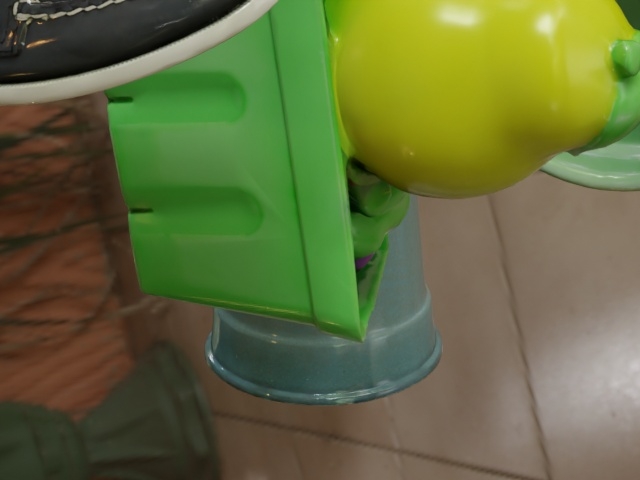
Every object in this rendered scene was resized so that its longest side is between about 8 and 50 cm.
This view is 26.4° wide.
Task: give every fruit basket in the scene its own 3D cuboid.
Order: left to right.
[{"bbox_3d":[0.037,-0.129,0.944,0.283,0.392,0.392,-71,-22,-68],"label":"fruit basket"}]

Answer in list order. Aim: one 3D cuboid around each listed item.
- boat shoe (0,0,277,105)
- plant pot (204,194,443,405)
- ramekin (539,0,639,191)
[{"bbox_3d":[-0.188,-0.149,0.727,0.340,0.127,0.113,-1,131,23],"label":"boat shoe"},{"bbox_3d":[0.000,0.000,1.888,0.341,0.341,0.334,34,132,55],"label":"plant pot"},{"bbox_3d":[0.250,-0.201,1.057,0.303,0.148,0.303,12,112,31],"label":"ramekin"}]
